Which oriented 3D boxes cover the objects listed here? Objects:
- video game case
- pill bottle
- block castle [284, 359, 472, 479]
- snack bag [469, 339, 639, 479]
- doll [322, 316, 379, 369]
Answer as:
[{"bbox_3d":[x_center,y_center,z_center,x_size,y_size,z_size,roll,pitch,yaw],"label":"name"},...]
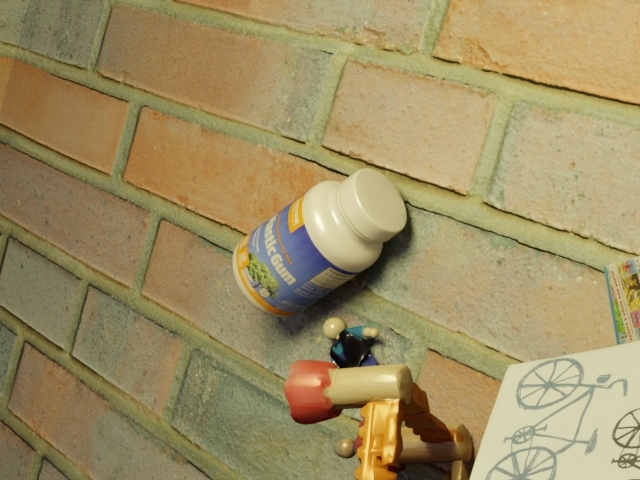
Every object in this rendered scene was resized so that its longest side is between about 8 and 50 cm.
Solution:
[{"bbox_3d":[0.437,0.069,1.402,0.166,0.015,0.119,-20,70,41],"label":"video game case"},{"bbox_3d":[0.000,0.000,1.757,0.272,0.152,0.152,-35,59,36],"label":"pill bottle"},{"bbox_3d":[0.044,0.405,1.454,0.213,0.303,0.453,-9,58,27],"label":"block castle"},{"bbox_3d":[0.316,0.204,1.178,0.343,0.323,0.037,-18,114,32],"label":"snack bag"},{"bbox_3d":[0.057,0.187,1.741,0.189,0.046,0.129,57,131,42],"label":"doll"}]
